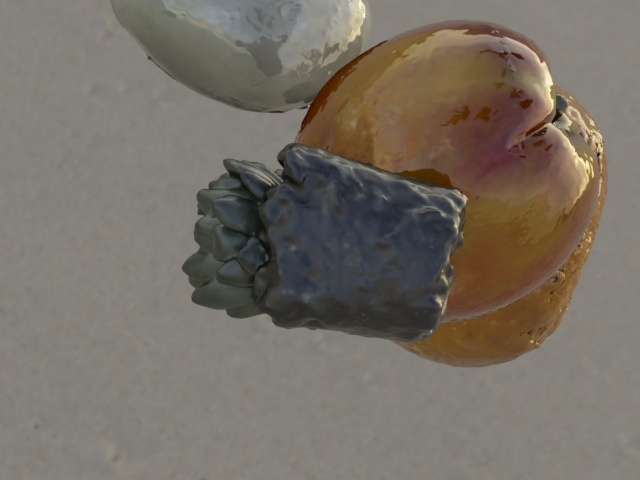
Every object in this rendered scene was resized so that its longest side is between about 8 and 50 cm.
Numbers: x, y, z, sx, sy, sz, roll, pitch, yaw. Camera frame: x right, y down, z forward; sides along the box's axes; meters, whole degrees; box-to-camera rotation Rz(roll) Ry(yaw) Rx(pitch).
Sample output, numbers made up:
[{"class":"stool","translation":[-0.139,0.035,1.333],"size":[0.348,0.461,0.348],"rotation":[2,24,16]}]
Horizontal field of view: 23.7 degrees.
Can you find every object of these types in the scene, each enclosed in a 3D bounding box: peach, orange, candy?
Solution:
[{"class":"peach","translation":[0.088,-0.047,1.253],"size":[0.281,0.281,0.238],"rotation":[-22,85,-50]},{"class":"orange","translation":[0.155,-0.031,1.692],"size":[0.293,0.340,0.340],"rotation":[19,38,5]},{"class":"candy","translation":[-0.077,-0.249,1.550],"size":[0.295,0.185,0.295],"rotation":[20,22,-8]}]

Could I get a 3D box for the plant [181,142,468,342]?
[{"class":"plant","translation":[0.000,0.000,1.064],"size":[0.194,0.129,0.132],"rotation":[9,-3,8]}]
